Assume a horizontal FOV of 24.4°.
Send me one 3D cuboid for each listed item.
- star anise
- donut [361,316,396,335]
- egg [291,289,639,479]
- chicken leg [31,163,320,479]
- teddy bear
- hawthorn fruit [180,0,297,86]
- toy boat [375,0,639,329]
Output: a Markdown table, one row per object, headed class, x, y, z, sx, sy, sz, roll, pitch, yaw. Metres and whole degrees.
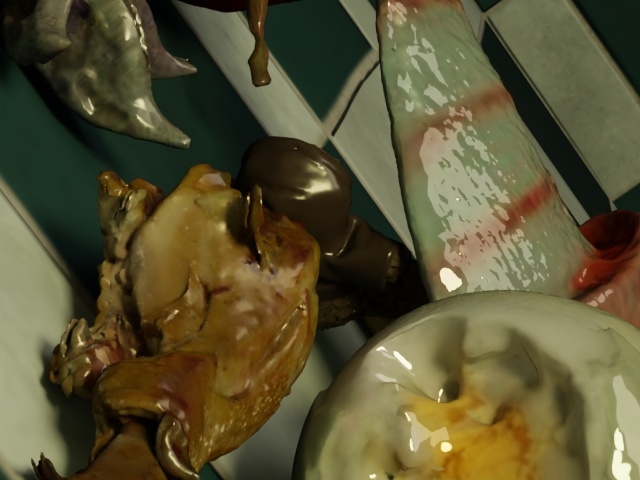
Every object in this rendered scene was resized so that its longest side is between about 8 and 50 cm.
| class | x | y | z | sx | sy | sz | roll | pitch | yaw |
| --- | --- | --- | --- | --- | --- | --- | --- | --- | --- |
| star anise | -0.127 | -0.133 | 0.680 | 0.204 | 0.061 | 0.181 | 46 | 30 | -17 |
| donut | 0.053 | 0.049 | 0.903 | 0.067 | 0.038 | 0.083 | 57 | 11 | 10 |
| egg | 0.089 | 0.119 | 0.616 | 0.183 | 0.183 | 0.217 | 65 | 7 | 27 |
| chicken leg | -0.052 | 0.036 | 0.538 | 0.207 | 0.085 | 0.101 | -66 | 156 | -64 |
| teddy bear | -0.003 | 0.008 | 0.754 | 0.119 | 0.078 | 0.160 | 20 | -16 | 29 |
| hawthorn fruit | -0.044 | -0.214 | 0.823 | 0.242 | 0.241 | 0.272 | 23 | 52 | -63 |
| toy boat | 0.085 | -0.044 | 0.764 | 0.206 | 0.096 | 0.282 | -24 | 91 | -53 |
